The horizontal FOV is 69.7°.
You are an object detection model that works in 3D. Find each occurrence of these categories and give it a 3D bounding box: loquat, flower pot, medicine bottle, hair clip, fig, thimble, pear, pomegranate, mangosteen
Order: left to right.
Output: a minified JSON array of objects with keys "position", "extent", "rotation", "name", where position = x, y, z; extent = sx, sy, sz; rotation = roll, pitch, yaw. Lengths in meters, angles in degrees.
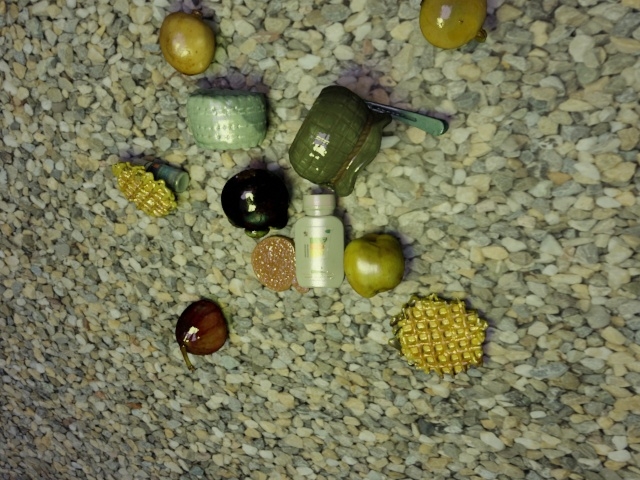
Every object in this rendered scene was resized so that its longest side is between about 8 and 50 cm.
[{"position":[-0.572,-0.233,1.633],"extent":[0.203,0.083,0.084],"rotation":[19,111,14],"name":"medicine bottle"},{"position":[-0.403,-0.612,1.407],"extent":[0.196,0.196,0.196],"rotation":[5,108,17],"name":"pomegranate"},{"position":[-0.463,0.340,1.684],"extent":[0.186,0.249,0.204],"rotation":[2,106,29],"name":"fig"},{"position":[-0.291,-0.376,1.428],"extent":[0.249,0.205,0.172],"rotation":[3,114,0],"name":"thimble"},{"position":[-0.208,-0.119,1.484],"extent":[0.242,0.243,0.243],"rotation":[5,108,17],"name":"mangosteen"},{"position":[0.000,0.000,1.474],"extent":[0.161,0.111,0.297],"rotation":[1,95,9],"name":"medicine bottle"},{"position":[0.045,-0.282,1.311],"extent":[0.213,0.302,0.302],"rotation":[29,114,-7],"name":"flower pot"},{"position":[0.166,0.076,1.423],"extent":[0.199,0.200,0.200],"rotation":[5,108,17],"name":"pear"},{"position":[0.233,-0.361,1.340],"extent":[0.275,0.083,0.048],"rotation":[22,118,19],"name":"hair clip"},{"position":[0.346,-0.579,1.183],"extent":[0.204,0.149,0.172],"rotation":[32,110,-6],"name":"loquat"}]

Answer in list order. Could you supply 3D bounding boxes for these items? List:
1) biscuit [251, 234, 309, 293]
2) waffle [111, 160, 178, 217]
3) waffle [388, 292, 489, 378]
[{"position":[-0.105,0.086,1.596],"extent":[0.288,0.044,0.202],"rotation":[6,104,15],"name":"biscuit"},{"position":[-0.614,-0.171,1.620],"extent":[0.280,0.060,0.262],"rotation":[20,149,19],"name":"waffle"},{"position":[0.377,0.303,1.493],"extent":[0.328,0.062,0.330],"rotation":[6,110,18],"name":"waffle"}]
